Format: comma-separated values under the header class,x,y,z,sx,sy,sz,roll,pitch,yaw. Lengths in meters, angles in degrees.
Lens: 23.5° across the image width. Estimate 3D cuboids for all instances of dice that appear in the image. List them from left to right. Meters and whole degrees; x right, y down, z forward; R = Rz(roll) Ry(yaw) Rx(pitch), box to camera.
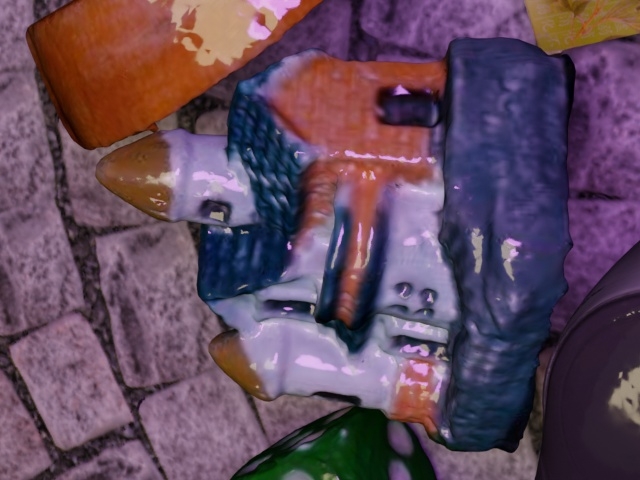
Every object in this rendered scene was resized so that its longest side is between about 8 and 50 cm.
class,x,y,z,sx,sy,sz,roll,pitch,yaw
dice,0.011,0.205,1.158,0.131,0.120,0.128,-28,89,29

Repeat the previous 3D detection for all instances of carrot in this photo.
class,x,y,z,sx,sy,sz,roll,pitch,yaw
carrot,-0.059,-0.169,1.039,0.307,0.258,0.100,-21,108,31

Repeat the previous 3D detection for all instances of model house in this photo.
class,x,y,z,sx,sy,sz,roll,pitch,yaw
model house,0.000,0.000,0.963,0.291,0.184,0.253,8,148,0

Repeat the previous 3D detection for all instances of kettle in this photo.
class,x,y,z,sx,sy,sz,roll,pitch,yaw
kettle,0.223,0.094,0.957,0.165,0.255,0.240,43,116,9

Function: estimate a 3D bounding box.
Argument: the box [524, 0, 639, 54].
class,x,y,z,sx,sy,sz,roll,pitch,yaw
box,0.191,-0.260,0.967,0.175,0.062,0.260,-9,111,27
